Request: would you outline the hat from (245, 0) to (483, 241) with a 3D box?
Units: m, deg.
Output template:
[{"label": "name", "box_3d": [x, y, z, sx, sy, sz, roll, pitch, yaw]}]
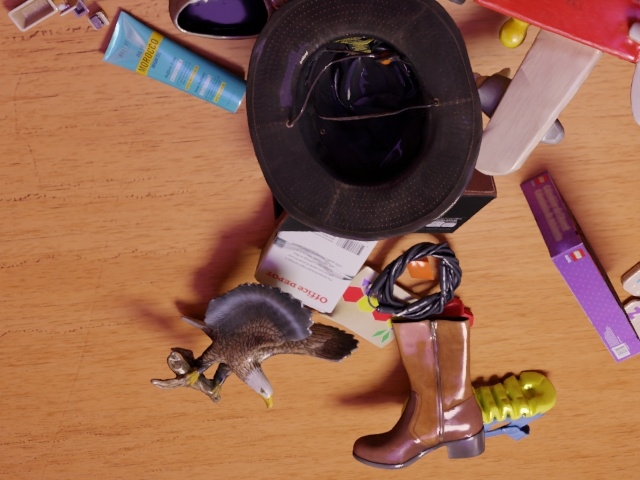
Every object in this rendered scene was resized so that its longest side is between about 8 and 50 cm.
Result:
[{"label": "hat", "box_3d": [0.060, -0.170, 1.066, 0.331, 0.134, 0.331, 3, 103, 12]}]

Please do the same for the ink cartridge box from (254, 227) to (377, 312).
[{"label": "ink cartridge box", "box_3d": [0.000, 0.000, 1.360, 0.153, 0.087, 0.208, 27, 119, -10]}]

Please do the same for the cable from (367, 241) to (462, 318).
[{"label": "cable", "box_3d": [0.181, 0.076, 1.446, 0.151, 0.047, 0.184, 23, 122, -21]}]

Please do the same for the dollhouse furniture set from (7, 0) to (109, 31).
[{"label": "dollhouse furniture set", "box_3d": [-0.367, -0.301, 1.115, 0.114, 0.081, 0.091, -25, 126, 14]}]

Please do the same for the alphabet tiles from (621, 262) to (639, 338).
[{"label": "alphabet tiles", "box_3d": [0.718, 0.101, 1.566, 0.284, 0.021, 0.278, 31, 120, -25]}]

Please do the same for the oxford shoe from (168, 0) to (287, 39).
[{"label": "oxford shoe", "box_3d": [-0.033, -0.324, 1.096, 0.348, 0.130, 0.123, -11, 125, 2]}]

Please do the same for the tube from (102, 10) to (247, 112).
[{"label": "tube", "box_3d": [-0.209, -0.255, 1.192, 0.207, 0.052, 0.080, 24, 111, -15]}]

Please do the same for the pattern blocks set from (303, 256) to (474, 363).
[{"label": "pattern blocks set", "box_3d": [0.103, 0.126, 1.525, 0.285, 0.026, 0.325, -36, 123, 20]}]

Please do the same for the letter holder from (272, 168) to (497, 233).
[{"label": "letter holder", "box_3d": [0.084, -0.136, 1.237, 0.302, 0.214, 0.152, 0, 158, -20]}]

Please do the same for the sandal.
[{"label": "sandal", "box_3d": [0.325, 0.366, 1.677, 0.318, 0.126, 0.138, -3, 132, -1]}]

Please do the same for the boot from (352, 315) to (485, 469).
[{"label": "boot", "box_3d": [0.169, 0.287, 1.535, 0.264, 0.096, 0.280, -8, 105, 16]}]

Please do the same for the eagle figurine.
[{"label": "eagle figurine", "box_3d": [-0.111, 0.182, 1.417, 0.298, 0.226, 0.225, -36, 99, 13]}]

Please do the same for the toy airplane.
[{"label": "toy airplane", "box_3d": [0.335, -0.311, 1.051, 0.386, 0.272, 0.384, -16, 101, 18]}]

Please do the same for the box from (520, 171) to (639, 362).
[{"label": "box", "box_3d": [0.448, 0.046, 1.384, 0.057, 0.201, 0.293, -29, 125, 17]}]
